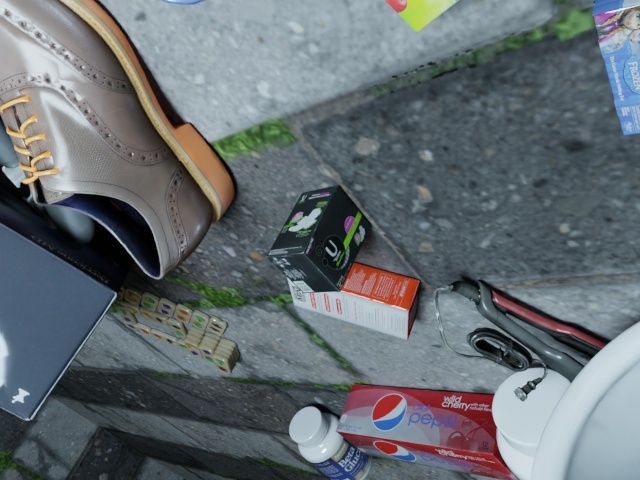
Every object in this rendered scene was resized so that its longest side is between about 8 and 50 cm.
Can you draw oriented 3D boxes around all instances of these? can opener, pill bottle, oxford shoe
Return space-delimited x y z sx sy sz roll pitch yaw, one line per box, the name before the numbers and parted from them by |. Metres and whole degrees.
can opener | -0.322 -0.113 0.658 0.093 0.074 0.280 19 147 30
pill bottle | 0.017 0.380 1.120 0.094 0.094 0.169 -5 137 41
pill bottle | 0.279 0.243 0.699 0.124 0.124 0.221 -4 137 40
oxford shoe | -0.225 -0.110 0.535 0.130 0.132 0.363 -8 134 44

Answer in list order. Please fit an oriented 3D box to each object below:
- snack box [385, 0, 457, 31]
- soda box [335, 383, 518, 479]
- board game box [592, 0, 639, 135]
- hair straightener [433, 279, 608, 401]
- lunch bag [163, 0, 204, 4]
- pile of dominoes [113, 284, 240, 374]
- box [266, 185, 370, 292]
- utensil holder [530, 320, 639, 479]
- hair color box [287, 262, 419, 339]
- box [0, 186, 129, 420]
snack box | 0.067 -0.184 0.303 0.100 0.037 0.141 38 147 -20
soda box | 0.155 0.270 0.868 0.263 0.083 0.092 -8 136 42
board game box | 0.209 -0.103 0.336 0.090 0.020 0.090 -4 138 38
hair straightener | 0.207 0.111 0.587 0.231 0.089 0.047 29 165 -6
lunch bag | -0.110 -0.268 0.242 0.243 0.114 0.303 29 150 0
pile of dominoes | -0.265 0.160 1.055 0.251 0.040 0.196 18 148 13
box | 0.000 0.000 0.580 0.052 0.083 0.062 -6 136 44
utensil holder | 0.407 0.262 0.452 0.385 0.327 0.328 39 147 -25
hair color box | 0.037 0.060 0.682 0.141 0.043 0.072 15 147 16
box | -0.419 0.041 0.764 0.296 0.182 0.294 35 175 -15
